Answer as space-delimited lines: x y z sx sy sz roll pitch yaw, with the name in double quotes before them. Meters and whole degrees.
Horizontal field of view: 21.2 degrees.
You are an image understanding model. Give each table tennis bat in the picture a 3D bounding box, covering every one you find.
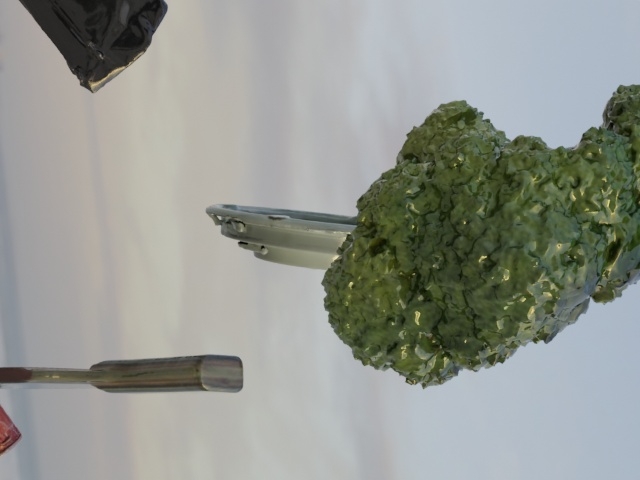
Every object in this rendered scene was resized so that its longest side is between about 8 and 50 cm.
"table tennis bat" -0.141 0.083 1.027 0.274 0.154 0.021 -7 -99 49

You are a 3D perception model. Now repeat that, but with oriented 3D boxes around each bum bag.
"bum bag" -0.262 -0.266 1.718 0.248 0.123 0.060 49 -7 9

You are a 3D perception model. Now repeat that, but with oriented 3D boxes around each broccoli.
"broccoli" 0.152 -0.031 1.242 0.186 0.302 0.254 51 -44 3

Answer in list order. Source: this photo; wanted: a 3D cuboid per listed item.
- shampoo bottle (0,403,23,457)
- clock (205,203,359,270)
"shampoo bottle" -0.305 0.072 1.298 0.221 0.108 0.051 56 -21 -10
"clock" 0.000 0.000 1.696 0.236 0.236 0.053 -164 -100 -79
